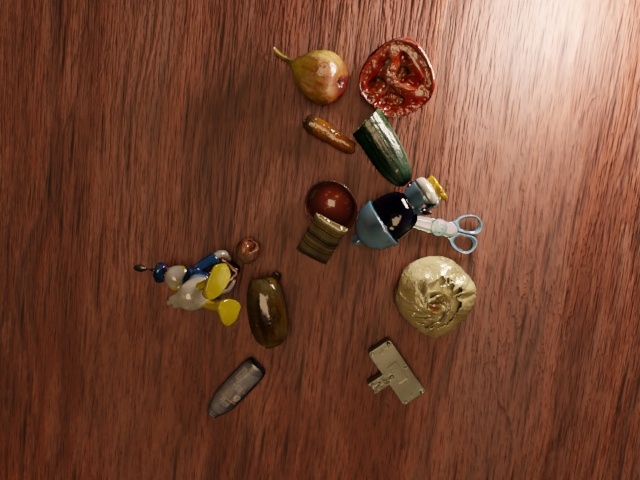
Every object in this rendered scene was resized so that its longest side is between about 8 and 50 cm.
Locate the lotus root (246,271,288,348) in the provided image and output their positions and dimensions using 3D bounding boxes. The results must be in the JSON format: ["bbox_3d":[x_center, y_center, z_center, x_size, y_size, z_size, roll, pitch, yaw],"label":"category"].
[{"bbox_3d":[-0.168,0.225,1.533,0.124,0.123,0.240,-8,94,12],"label":"lotus root"}]

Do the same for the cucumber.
[{"bbox_3d":[0.199,-0.267,1.475,0.115,0.063,0.243,-33,104,25],"label":"cucumber"}]

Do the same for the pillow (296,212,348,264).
[{"bbox_3d":[0.000,0.000,1.487,0.113,0.038,0.203,28,141,0],"label":"pillow"}]

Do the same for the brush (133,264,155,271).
[{"bbox_3d":[-0.573,0.094,1.585,0.084,0.008,0.024,8,95,0],"label":"brush"}]

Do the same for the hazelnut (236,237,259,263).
[{"bbox_3d":[-0.233,0.034,1.531,0.087,0.086,0.086,0,97,2],"label":"hazelnut"}]

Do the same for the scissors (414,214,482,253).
[{"bbox_3d":[0.378,-0.041,1.529,0.256,0.030,0.125,13,98,1],"label":"scissors"}]

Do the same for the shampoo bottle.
[{"bbox_3d":[-0.284,0.495,1.602,0.087,0.049,0.233,42,96,-5],"label":"shampoo bottle"}]

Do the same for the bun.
[{"bbox_3d":[0.358,0.173,1.497,0.260,0.152,0.259,1,97,4],"label":"bun"}]

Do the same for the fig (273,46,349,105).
[{"bbox_3d":[-0.042,-0.517,1.448,0.257,0.159,0.159,35,97,15],"label":"fig"}]

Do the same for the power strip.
[{"bbox_3d":[0.225,0.444,1.575,0.145,0.061,0.215,-35,94,4],"label":"power strip"}]

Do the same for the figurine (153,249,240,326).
[{"bbox_3d":[-0.374,0.105,1.474,0.339,0.283,0.204,9,116,27],"label":"figurine"}]

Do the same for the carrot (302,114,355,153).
[{"bbox_3d":[0.029,-0.326,1.496,0.186,0.060,0.060,31,97,-9],"label":"carrot"}]

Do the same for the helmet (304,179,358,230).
[{"bbox_3d":[0.044,-0.113,1.492,0.175,0.106,0.155,39,111,-2],"label":"helmet"}]

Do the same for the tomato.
[{"bbox_3d":[0.228,-0.491,1.449,0.228,0.101,0.227,4,116,8],"label":"tomato"}]

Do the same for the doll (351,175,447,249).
[{"bbox_3d":[0.226,-0.075,1.457,0.314,0.177,0.141,-32,129,13],"label":"doll"}]
